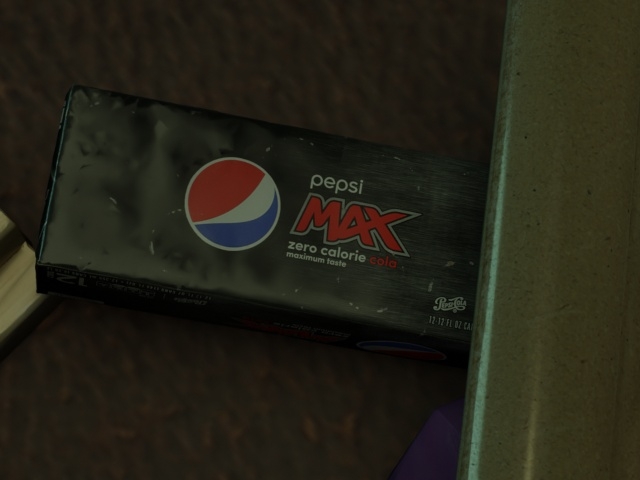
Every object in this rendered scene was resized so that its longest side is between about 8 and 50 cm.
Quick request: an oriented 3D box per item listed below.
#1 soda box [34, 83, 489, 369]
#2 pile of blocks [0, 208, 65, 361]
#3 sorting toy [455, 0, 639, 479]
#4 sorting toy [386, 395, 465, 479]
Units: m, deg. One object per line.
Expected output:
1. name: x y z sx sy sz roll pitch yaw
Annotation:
1. soda box: 0.000 0.000 0.567 0.169 0.053 0.060 11 77 -7
2. pile of blocks: -0.261 0.047 0.548 0.362 0.112 0.149 -20 77 -3
3. sorting toy: 0.151 -0.013 0.527 0.229 0.041 0.307 19 67 -29
4. sorting toy: 0.140 0.203 0.521 0.126 0.127 0.365 -13 71 -31
